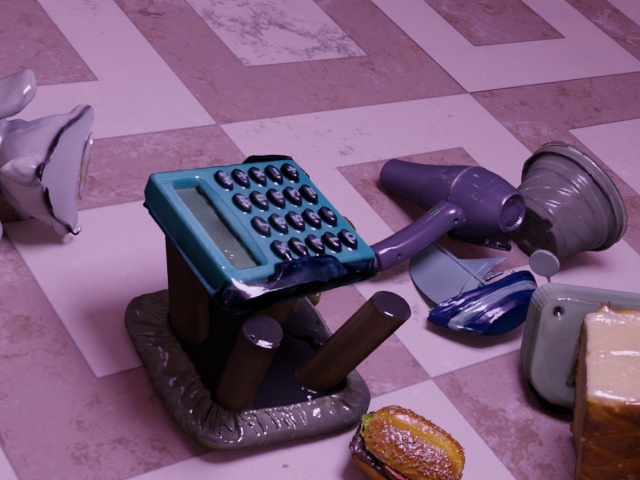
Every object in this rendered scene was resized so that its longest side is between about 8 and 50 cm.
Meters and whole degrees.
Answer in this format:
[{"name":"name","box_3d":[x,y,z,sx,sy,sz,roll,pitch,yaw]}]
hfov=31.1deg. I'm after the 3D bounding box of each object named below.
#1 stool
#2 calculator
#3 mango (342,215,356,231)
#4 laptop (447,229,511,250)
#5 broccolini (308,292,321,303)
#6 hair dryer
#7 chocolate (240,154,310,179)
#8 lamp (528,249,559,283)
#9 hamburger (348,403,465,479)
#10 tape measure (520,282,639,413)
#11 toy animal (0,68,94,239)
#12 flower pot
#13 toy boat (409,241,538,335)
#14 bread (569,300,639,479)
[{"name":"stool","box_3d":[-0.079,0.105,1.620,0.310,0.226,0.310,-8,45,-36]},{"name":"calculator","box_3d":[-0.074,-0.016,1.541,0.274,0.058,0.248,-10,47,-38]},{"name":"mango","box_3d":[0.005,0.000,1.860,0.115,0.089,0.165,-3,8,33]},{"name":"laptop","box_3d":[0.289,-0.053,2.178,0.129,0.016,0.180,12,37,-14]},{"name":"broccolini","box_3d":[-0.085,0.026,1.853,0.216,0.058,0.067,34,35,14]},{"name":"hair dryer","box_3d":[0.139,-0.031,1.980,0.361,0.121,0.301,-31,34,-31]},{"name":"chocolate","box_3d":[-0.082,-0.088,1.949,0.156,0.156,0.133,20,20,-3]},{"name":"lamp","box_3d":[0.402,0.092,1.933,0.050,0.198,0.056,-5,31,36]},{"name":"hamburger","box_3d":[0.126,0.291,1.589,0.166,0.087,0.137,34,29,3]},{"name":"tape measure","box_3d":[0.441,0.178,1.806,0.235,0.207,0.115,7,13,-5]},{"name":"toy animal","box_3d":[-0.484,-0.115,1.714,0.289,0.249,0.174,-11,-3,13]},{"name":"flower pot","box_3d":[0.431,-0.052,2.110,0.141,0.235,0.235,-34,62,-23]},{"name":"toy boat","box_3d":[0.258,0.059,1.966,0.210,0.070,0.291,-3,35,-10]},{"name":"bread","box_3d":[0.495,0.261,1.628,0.279,0.279,0.207,3,40,6]}]
